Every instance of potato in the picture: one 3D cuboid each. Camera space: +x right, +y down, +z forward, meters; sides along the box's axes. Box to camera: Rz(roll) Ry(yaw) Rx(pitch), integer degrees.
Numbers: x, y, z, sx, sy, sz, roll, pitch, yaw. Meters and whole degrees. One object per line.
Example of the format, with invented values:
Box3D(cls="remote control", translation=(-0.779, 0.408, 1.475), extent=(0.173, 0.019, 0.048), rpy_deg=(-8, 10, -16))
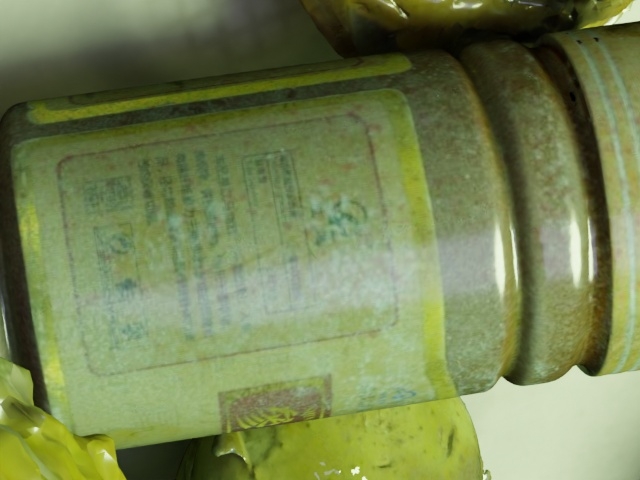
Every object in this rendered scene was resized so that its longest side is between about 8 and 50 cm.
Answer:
Box3D(cls="potato", translation=(0.007, 0.157, 0.847), extent=(0.169, 0.143, 0.248), rpy_deg=(-6, 117, -14))

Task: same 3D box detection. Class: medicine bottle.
Box3D(cls="medicine bottle", translation=(0.000, 0.000, 0.718), extent=(0.322, 0.151, 0.151), rpy_deg=(-8, 119, -6))

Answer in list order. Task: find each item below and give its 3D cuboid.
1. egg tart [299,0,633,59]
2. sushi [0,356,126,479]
Box3D(cls="egg tart", translation=(0.105, -0.194, 0.740), extent=(0.297, 0.132, 0.297), rpy_deg=(-10, 113, -25))
Box3D(cls="sushi", translation=(-0.204, 0.211, 0.513), extent=(0.396, 0.351, 0.240), rpy_deg=(-34, 101, -8))
